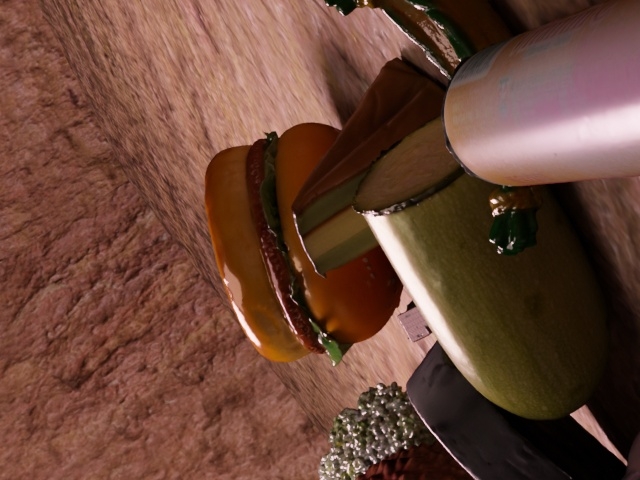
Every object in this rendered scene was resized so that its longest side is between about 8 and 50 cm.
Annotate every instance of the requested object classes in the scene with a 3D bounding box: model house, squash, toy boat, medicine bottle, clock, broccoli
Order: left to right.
[{"bbox_3d":[0.130,0.319,2.065,0.243,0.247,0.263,18,-110,-54],"label":"broccoli"},{"bbox_3d":[0.107,0.051,1.526,0.057,0.083,0.058,58,171,-1],"label":"model house"},{"bbox_3d":[0.091,-0.102,1.064,0.229,0.088,0.089,55,179,15],"label":"toy boat"},{"bbox_3d":[0.137,0.031,1.198,0.247,0.132,0.132,56,171,-22],"label":"squash"},{"bbox_3d":[0.189,0.185,1.338,0.280,0.055,0.280,38,-172,-6],"label":"clock"},{"bbox_3d":[0.160,-0.079,0.809,0.108,0.108,0.426,57,172,-6],"label":"medicine bottle"}]

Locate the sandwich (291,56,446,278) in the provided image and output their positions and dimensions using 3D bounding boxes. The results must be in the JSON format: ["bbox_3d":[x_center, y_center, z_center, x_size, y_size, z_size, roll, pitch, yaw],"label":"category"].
[{"bbox_3d":[0.033,-0.059,1.288,0.113,0.163,0.079,46,166,52],"label":"sandwich"}]

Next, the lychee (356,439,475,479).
[{"bbox_3d":[0.142,0.358,1.801,0.267,0.267,0.267,54,170,14],"label":"lychee"}]

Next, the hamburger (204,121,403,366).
[{"bbox_3d":[-0.001,-0.002,1.590,0.246,0.170,0.246,-18,-90,-75],"label":"hamburger"}]

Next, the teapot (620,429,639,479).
[{"bbox_3d":[0.226,0.338,1.088,0.376,0.362,0.305,48,171,-25],"label":"teapot"}]
